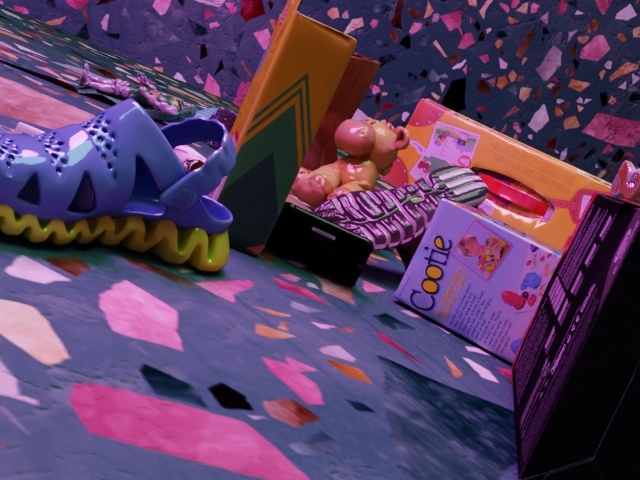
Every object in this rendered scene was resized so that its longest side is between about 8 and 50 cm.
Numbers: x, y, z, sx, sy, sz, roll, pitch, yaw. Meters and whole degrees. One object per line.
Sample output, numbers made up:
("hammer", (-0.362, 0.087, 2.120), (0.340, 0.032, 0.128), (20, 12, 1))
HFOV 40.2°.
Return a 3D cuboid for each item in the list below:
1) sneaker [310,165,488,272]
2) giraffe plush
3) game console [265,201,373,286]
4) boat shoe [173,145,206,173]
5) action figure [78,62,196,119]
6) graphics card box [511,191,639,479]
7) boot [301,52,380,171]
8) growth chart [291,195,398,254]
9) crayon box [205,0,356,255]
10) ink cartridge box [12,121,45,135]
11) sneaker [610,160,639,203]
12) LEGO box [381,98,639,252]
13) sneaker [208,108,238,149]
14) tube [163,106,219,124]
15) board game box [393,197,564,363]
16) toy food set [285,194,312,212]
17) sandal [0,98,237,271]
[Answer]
("sneaker", (0.106, 0.005, 1.241), (0.281, 0.163, 0.106), (-16, 47, -18))
("giraffe plush", (0.064, -0.118, 1.394), (0.181, 0.171, 0.210), (28, 7, 28))
("game console", (0.000, 0.000, 1.080), (0.122, 0.107, 0.071), (24, 38, 0))
("boat shoe", (-0.194, -0.117, 1.326), (0.100, 0.035, 0.035), (32, 8, 5))
("action figure", (-0.357, -0.286, 1.723), (0.232, 0.064, 0.137), (16, 24, -19))
("graphics card box", (0.265, 0.080, 0.815), (0.094, 0.233, 0.371), (25, 9, 9))
("boot", (0.029, -0.205, 1.596), (0.096, 0.281, 0.264), (31, 12, 34))
("growth chart", (0.008, -0.041, 1.453), (0.237, 0.021, 0.172), (18, 12, -36))
("crayon box", (-0.049, -0.158, 1.054), (0.081, 0.319, 0.202), (23, 10, -12))
("ink cartridge box", (-0.255, -0.069, 0.961), (0.145, 0.045, 0.179), (23, -8, -4))
("sneaker", (0.263, -0.042, 0.713), (0.036, 0.032, 0.083), (19, 17, -1))
("LEGO box", (0.435, -0.077, 1.786), (0.500, 0.193, 0.372), (31, 11, 26))
("sneaker", (-0.140, -0.186, 1.735), (0.221, 0.083, 0.087), (36, 3, 23))
("tube", (-0.256, -0.243, 1.821), (0.080, 0.052, 0.207), (16, 16, 7))
("board game box", (0.258, 0.072, 1.096), (0.275, 0.144, 0.142), (29, 10, 20))
("toy food set", (-0.042, -0.033, 1.267), (0.192, 0.039, 0.132), (32, 11, -22))
("sandal", (-0.191, -0.066, 0.769), (0.126, 0.138, 0.317), (34, 15, 36))
